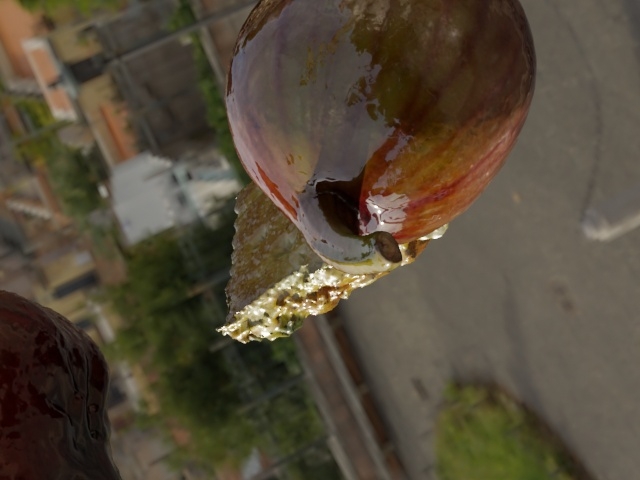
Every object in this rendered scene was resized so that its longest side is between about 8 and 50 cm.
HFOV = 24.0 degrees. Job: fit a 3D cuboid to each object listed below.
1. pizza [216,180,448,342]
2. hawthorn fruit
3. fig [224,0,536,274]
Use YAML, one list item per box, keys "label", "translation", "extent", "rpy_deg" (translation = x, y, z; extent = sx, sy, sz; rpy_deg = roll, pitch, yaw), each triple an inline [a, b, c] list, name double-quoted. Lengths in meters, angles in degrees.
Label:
- label: "pizza"
  translation: [0.000, 0.000, 1.099]
  extent: [0.058, 0.197, 0.292]
  rpy_deg: [42, 160, -24]
- label: "hawthorn fruit"
  translation: [-0.259, 0.155, 1.041]
  extent: [0.266, 0.210, 0.230]
  rpy_deg: [-14, 98, 31]
- label: "fig"
  translation: [0.021, -0.055, 0.816]
  extent: [0.175, 0.207, 0.175]
  rpy_deg: [17, 153, 9]
